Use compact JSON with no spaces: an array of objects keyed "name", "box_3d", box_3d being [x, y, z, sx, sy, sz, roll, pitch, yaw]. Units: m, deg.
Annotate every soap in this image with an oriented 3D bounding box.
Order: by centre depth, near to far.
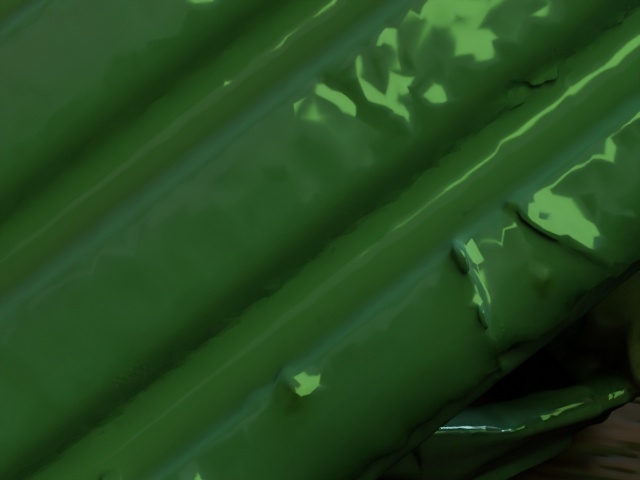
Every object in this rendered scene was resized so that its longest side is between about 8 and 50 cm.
[{"name":"soap","box_3d":[-0.049,-0.031,0.652,0.446,0.156,0.261,-39,85,0]}]

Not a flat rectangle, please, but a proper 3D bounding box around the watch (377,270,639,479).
[{"name":"watch","box_3d":[0.000,0.000,0.792,0.241,0.162,0.253,-28,79,-15]}]
